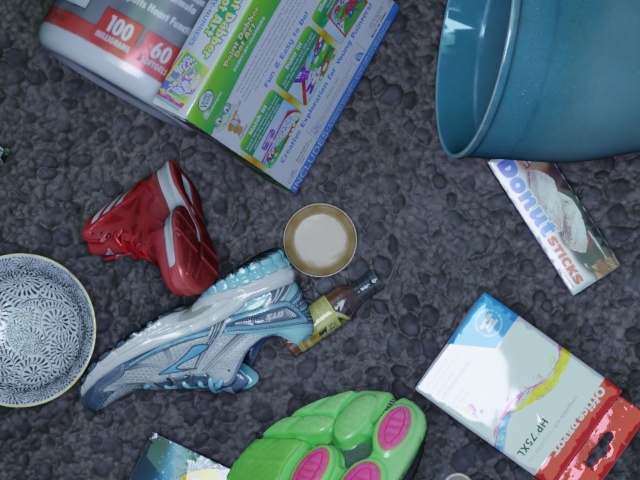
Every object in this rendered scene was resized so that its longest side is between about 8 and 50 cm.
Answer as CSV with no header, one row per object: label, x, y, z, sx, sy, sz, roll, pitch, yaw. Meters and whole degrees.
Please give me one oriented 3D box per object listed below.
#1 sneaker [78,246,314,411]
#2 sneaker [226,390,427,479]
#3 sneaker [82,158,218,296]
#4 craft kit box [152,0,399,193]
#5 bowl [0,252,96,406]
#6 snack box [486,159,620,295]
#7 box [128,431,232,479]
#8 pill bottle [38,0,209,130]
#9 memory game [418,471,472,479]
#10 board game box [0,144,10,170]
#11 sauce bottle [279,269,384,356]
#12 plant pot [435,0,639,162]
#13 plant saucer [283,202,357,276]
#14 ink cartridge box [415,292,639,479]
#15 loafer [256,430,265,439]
sneaker,-0.135,0.127,1.792,0.283,0.110,0.122,-31,90,13
sneaker,-0.029,0.376,1.742,0.185,0.202,0.483,28,88,36
sneaker,-0.189,0.011,1.790,0.128,0.221,0.087,-30,119,11
craft kit box,-0.041,-0.202,1.761,0.061,0.246,0.250,28,87,29
bowl,-0.327,0.101,1.831,0.170,0.080,0.170,0,86,4
snack box,0.261,-0.029,1.838,0.064,0.022,0.178,-33,85,2
box,-0.163,0.350,1.809,0.159,0.044,0.233,25,81,5
pill bottle,-0.134,-0.320,1.789,0.210,0.210,0.363,29,88,5
memory game,0.149,0.350,1.820,0.186,0.012,0.186,0,86,3
board game box,-0.472,-0.017,1.875,0.136,0.030,0.260,25,87,7
sauce bottle,0.012,0.079,1.833,0.128,0.042,0.042,-35,84,2
plant pot,0.282,-0.203,1.742,0.255,0.271,0.271,8,86,-10
plant saucer,0.000,0.000,1.854,0.083,0.015,0.083,0,86,3
ink cartridge box,0.233,0.176,1.795,0.231,0.078,0.134,35,88,5
loafer,0.008,0.210,1.816,0.170,0.062,0.061,-23,80,0
